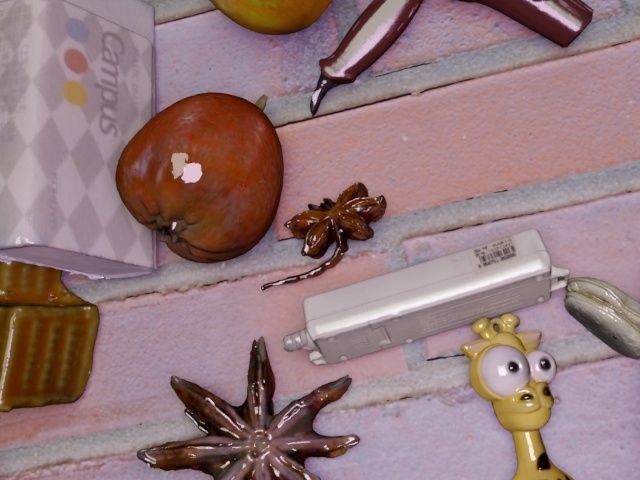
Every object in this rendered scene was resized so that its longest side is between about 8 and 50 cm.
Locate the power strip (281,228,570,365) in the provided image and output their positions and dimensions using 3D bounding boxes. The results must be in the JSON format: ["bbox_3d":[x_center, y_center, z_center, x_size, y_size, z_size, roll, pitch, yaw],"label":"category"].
[{"bbox_3d":[0.116,0.072,0.975,0.338,0.098,0.058,-18,59,6],"label":"power strip"}]

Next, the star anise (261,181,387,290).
[{"bbox_3d":[0.000,0.000,1.039,0.191,0.070,0.097,-29,46,4],"label":"star anise"}]

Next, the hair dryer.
[{"bbox_3d":[0.128,-0.265,1.074,0.312,0.123,0.340,41,98,6],"label":"hair dryer"}]

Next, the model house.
[{"bbox_3d":[-0.394,0.088,1.039,0.239,0.173,0.268,11,78,-19],"label":"model house"}]

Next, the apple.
[{"bbox_3d":[-0.055,-0.380,1.063,0.237,0.207,0.237,-24,41,23],"label":"apple"}]

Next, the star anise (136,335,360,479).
[{"bbox_3d":[-0.066,0.247,0.979,0.288,0.088,0.288,0,68,0],"label":"star anise"}]

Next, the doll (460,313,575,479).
[{"bbox_3d":[0.233,0.222,0.929,0.117,0.086,0.291,-3,73,-23],"label":"doll"}]

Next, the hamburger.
[{"bbox_3d":[0.325,0.081,0.944,0.121,0.084,0.054,37,87,18],"label":"hamburger"}]

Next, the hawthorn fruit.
[{"bbox_3d":[-0.129,-0.098,1.033,0.199,0.199,0.251,18,57,14],"label":"hawthorn fruit"}]

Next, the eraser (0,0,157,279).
[{"bbox_3d":[-0.317,-0.157,1.078,0.082,0.213,0.396,-19,65,39],"label":"eraser"}]
